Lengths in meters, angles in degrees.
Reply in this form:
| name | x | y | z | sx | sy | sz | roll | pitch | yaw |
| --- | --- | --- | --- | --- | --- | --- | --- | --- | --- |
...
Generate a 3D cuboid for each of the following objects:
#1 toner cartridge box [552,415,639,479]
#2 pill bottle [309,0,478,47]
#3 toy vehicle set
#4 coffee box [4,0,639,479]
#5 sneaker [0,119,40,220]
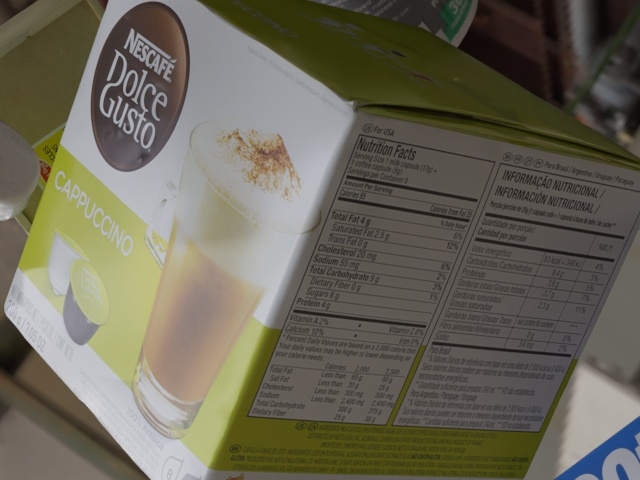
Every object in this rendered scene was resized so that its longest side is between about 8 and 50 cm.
| name | x | y | z | sx | sy | sz | roll | pitch | yaw |
| --- | --- | --- | --- | --- | --- | --- | --- | --- | --- |
| toner cartridge box | 0.335 | 0.210 | 1.482 | 0.075 | 0.165 | 0.348 | 18 | -51 | -43 |
| pill bottle | -0.007 | -0.310 | 1.660 | 0.204 | 0.204 | 0.361 | -55 | -39 | -7 |
| toy vehicle set | -0.211 | -0.082 | 1.536 | 0.166 | 0.035 | 0.267 | -35 | -52 | -5 |
| coffee box | 0.000 | 0.000 | 1.421 | 0.338 | 0.338 | 0.334 | 8 | -69 | -40 |
| sneaker | -0.296 | -0.096 | 1.295 | 0.080 | 0.212 | 0.094 | -38 | -4 | -23 |
